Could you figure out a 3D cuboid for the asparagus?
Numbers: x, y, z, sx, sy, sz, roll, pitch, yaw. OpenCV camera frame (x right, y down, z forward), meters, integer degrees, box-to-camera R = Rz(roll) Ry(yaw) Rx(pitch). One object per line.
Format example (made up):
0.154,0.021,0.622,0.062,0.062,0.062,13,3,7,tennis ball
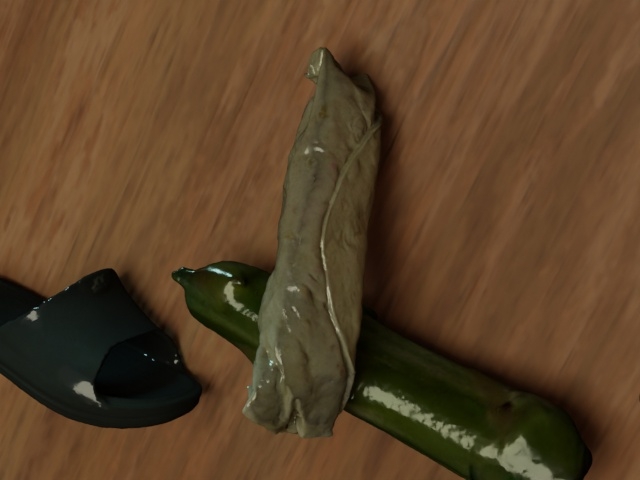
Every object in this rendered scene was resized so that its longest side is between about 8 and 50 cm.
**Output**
0.043,0.099,1.294,0.343,0.085,0.082,25,108,23,asparagus

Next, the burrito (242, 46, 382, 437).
0.000,0.000,1.255,0.059,0.082,0.275,-2,72,39,burrito

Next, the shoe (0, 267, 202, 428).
-0.201,0.062,1.400,0.241,0.108,0.093,24,114,25,shoe
